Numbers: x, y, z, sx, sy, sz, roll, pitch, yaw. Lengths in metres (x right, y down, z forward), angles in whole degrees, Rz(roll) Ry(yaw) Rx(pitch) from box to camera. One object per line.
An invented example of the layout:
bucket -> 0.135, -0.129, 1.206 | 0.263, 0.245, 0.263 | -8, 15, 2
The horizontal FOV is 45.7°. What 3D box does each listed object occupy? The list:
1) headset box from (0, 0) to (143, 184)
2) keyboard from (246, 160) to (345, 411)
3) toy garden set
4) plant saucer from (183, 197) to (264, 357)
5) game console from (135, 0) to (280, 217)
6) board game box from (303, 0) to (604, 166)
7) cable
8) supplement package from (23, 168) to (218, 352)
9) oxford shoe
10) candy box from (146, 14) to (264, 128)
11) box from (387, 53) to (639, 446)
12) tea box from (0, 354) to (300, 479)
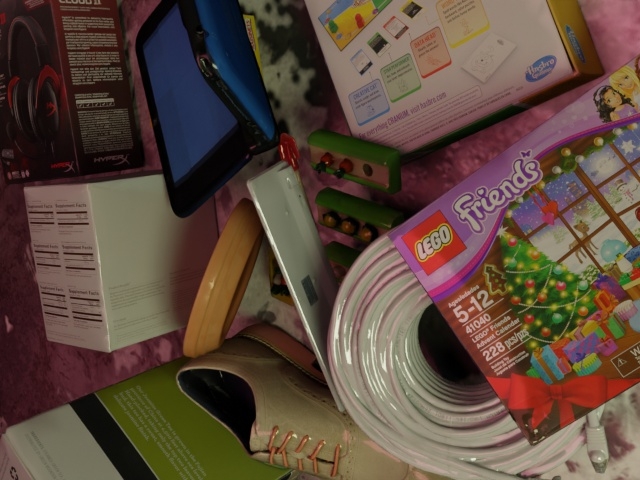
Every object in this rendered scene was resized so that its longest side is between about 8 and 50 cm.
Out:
headset box -> -0.385, -0.237, 1.104 | 0.218, 0.110, 0.293 | 0, 101, 41
keyboard -> -0.008, 0.047, 0.772 | 0.014, 0.072, 0.256 | -11, 106, 39
toy garden set -> 0.000, 0.000, 0.826 | 0.204, 0.049, 0.244 | 22, 131, 41
plant saucer -> -0.109, 0.048, 0.901 | 0.037, 0.200, 0.199 | 21, 117, 1
game console -> -0.168, -0.213, 0.841 | 0.173, 0.250, 0.293 | -22, 67, 9
board game box -> 0.094, -0.253, 0.720 | 0.242, 0.064, 0.316 | -21, 86, 42
cable -> 0.136, 0.097, 0.704 | 0.257, 0.089, 0.257 | 3, 102, 18
supplement package -> -0.251, 0.016, 0.993 | 0.149, 0.194, 0.203 | 2, 101, 40
oxford shoe -> -0.002, 0.232, 0.863 | 0.397, 0.147, 0.140 | 23, 114, 35
candy box -> -0.155, -0.210, 0.969 | 0.206, 0.027, 0.105 | -6, 93, 41
box -> 0.228, -0.006, 0.585 | 0.293, 0.057, 0.201 | -37, 77, 12
tea box -> -0.244, 0.356, 0.982 | 0.220, 0.324, 0.329 | 46, 125, 22
